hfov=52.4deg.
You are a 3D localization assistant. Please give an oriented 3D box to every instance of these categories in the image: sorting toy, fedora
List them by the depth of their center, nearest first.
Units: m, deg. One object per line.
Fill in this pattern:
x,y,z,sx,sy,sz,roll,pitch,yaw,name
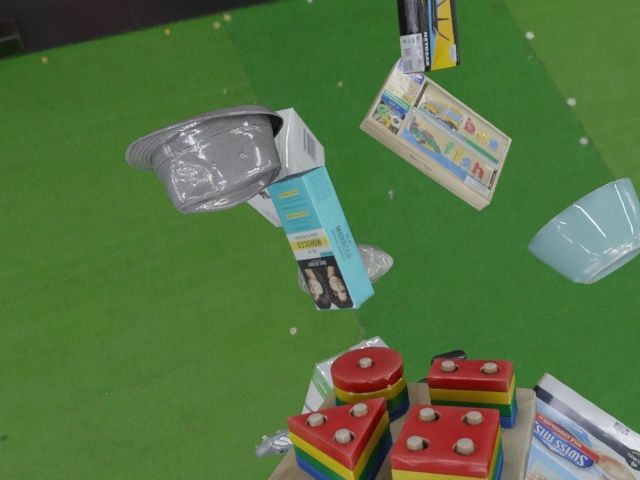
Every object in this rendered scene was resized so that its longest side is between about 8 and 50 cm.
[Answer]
0.088,0.203,0.708,0.255,0.089,0.257,-3,18,25,sorting toy
-0.179,-0.124,1.114,0.275,0.244,0.124,-19,81,-17,fedora

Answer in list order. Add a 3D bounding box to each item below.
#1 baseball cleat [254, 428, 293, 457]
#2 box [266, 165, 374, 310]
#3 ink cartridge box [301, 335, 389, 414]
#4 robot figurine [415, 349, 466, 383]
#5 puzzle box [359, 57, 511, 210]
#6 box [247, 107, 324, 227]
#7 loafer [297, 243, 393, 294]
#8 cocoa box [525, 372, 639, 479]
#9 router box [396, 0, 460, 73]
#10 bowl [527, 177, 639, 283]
-0.059,0.516,1.635,0.206,0.072,0.109,-26,60,-6,baseball cleat
0.000,0.000,1.131,0.060,0.100,0.244,-32,105,-41,box
0.056,0.316,1.309,0.160,0.219,0.092,-18,51,-30,ink cartridge box
0.327,0.397,1.571,0.278,0.209,0.173,-10,35,-36,robot figurine
0.329,-0.296,1.794,0.409,0.052,0.272,33,56,-9,puzzle box
-0.075,-0.147,1.353,0.119,0.181,0.182,-9,67,20,box
0.042,0.064,1.418,0.111,0.319,0.112,0,86,-26,loafer
0.640,0.566,1.671,0.347,0.231,0.228,35,50,25,cocoa box
0.182,-0.378,1.092,0.133,0.046,0.179,-26,114,-47,router box
0.714,-0.001,1.682,0.311,0.311,0.163,-24,68,-18,bowl
